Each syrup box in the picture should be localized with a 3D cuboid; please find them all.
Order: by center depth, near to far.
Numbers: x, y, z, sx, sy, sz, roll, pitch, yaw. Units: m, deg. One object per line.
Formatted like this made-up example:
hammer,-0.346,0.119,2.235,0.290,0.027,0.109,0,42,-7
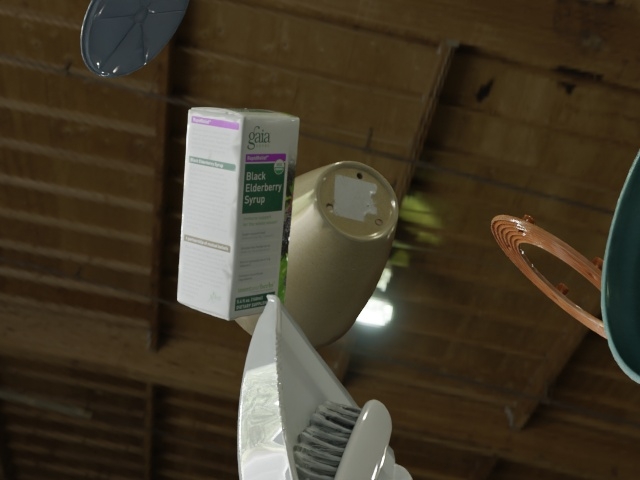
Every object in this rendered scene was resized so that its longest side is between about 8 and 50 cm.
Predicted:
syrup box,-0.097,-0.036,1.159,0.096,0.093,0.236,15,-76,38

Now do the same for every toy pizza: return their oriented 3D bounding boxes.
toy pizza,-0.250,-0.309,1.322,0.032,0.201,0.201,37,-36,17

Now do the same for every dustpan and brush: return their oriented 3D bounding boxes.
dustpan and brush,0.005,0.135,0.460,0.060,0.211,0.147,-17,-59,31

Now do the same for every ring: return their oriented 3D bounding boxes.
ring,0.417,0.067,1.606,0.337,0.032,0.336,41,-6,5

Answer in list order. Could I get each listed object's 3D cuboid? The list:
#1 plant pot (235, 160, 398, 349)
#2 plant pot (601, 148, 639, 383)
plant pot,0.000,0.000,1.471,0.257,0.256,0.274,22,-31,-11
plant pot,0.389,0.003,0.791,0.196,0.293,0.293,17,-39,-9
